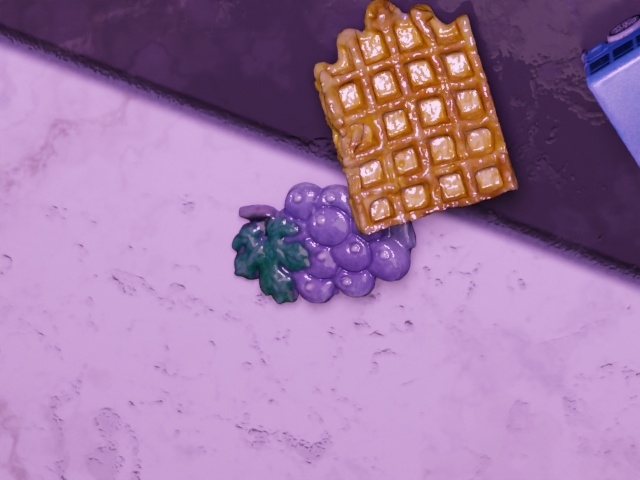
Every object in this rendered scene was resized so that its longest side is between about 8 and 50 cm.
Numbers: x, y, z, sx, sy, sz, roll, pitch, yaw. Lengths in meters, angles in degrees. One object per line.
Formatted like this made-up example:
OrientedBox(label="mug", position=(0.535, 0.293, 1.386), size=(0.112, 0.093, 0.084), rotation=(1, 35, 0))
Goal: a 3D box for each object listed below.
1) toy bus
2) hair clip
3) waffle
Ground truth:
OrientedBox(label="toy bus", position=(0.362, -0.173, 1.740), size=(0.234, 0.133, 0.116), rotation=(-31, 102, 17))
OrientedBox(label="hair clip", position=(0.001, 0.000, 1.903), size=(0.195, 0.052, 0.124), rotation=(-10, 99, 19))
OrientedBox(label="waffle", position=(0.081, -0.126, 1.818), size=(0.160, 0.055, 0.211), rotation=(-18, 98, 2))
